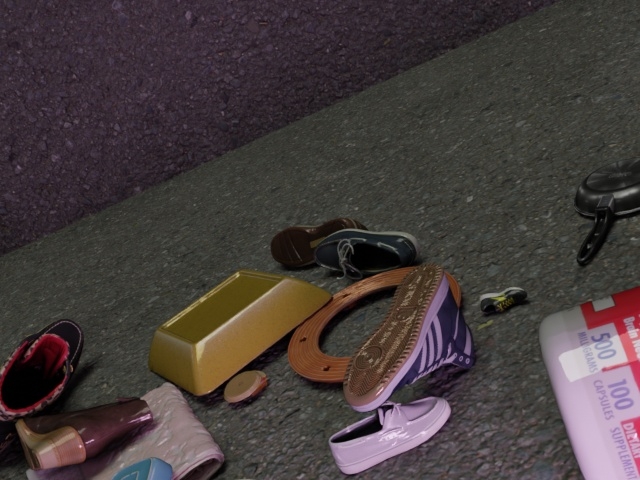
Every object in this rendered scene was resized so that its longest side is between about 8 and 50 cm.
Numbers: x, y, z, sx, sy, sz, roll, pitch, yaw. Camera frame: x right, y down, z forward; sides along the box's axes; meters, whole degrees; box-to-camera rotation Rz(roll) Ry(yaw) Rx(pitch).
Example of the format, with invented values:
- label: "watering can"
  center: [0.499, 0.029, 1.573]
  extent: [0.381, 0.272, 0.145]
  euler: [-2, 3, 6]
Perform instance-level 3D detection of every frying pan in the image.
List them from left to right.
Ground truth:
- label: "frying pan"
  center: [0.518, -0.072, 1.530]
  extent: [0.326, 0.053, 0.197]
  euler: [-31, 21, -20]

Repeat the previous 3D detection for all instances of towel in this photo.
- label: "towel"
  center: [-0.347, 0.391, 1.429]
  extent: [0.317, 0.053, 0.332]
  euler: [-32, 23, -15]

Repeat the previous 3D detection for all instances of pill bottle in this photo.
- label: "pill bottle"
  center: [0.461, 0.130, 0.876]
  extent: [0.408, 0.229, 0.229]
  euler: [-20, 22, 16]

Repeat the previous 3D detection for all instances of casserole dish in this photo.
- label: "casserole dish"
  center: [-0.286, 0.392, 1.241]
  extent: [0.114, 0.037, 0.188]
  euler: [-26, 23, 14]

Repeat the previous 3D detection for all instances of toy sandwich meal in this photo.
- label: "toy sandwich meal"
  center: [-0.136, 0.269, 1.506]
  extent: [0.086, 0.029, 0.085]
  euler: [-24, 26, 12]

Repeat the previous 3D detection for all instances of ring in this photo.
- label: "ring"
  center: [0.098, 0.153, 1.504]
  extent: [0.337, 0.032, 0.336]
  euler: [-23, 21, 10]

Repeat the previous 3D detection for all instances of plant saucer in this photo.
- label: "plant saucer"
  center: [-0.189, 0.161, 1.700]
  extent: [0.333, 0.081, 0.333]
  euler: [-36, 18, -23]

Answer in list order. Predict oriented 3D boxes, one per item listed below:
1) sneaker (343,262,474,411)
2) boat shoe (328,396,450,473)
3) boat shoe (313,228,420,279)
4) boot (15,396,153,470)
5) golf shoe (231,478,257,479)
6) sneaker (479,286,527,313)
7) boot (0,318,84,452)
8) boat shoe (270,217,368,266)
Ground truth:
- label: "sneaker"
  center: [0.144, 0.180, 1.246]
  extent: [0.099, 0.153, 0.282]
  euler: [-4, 37, 40]
- label: "boat shoe"
  center: [0.097, 0.266, 1.197]
  extent: [0.184, 0.063, 0.066]
  euler: [-25, 21, 3]
- label: "boat shoe"
  center: [0.082, 0.032, 1.718]
  extent: [0.255, 0.095, 0.079]
  euler: [3, 23, 35]
- label: "boot"
  center: [-0.428, 0.340, 1.498]
  extent: [0.207, 0.090, 0.248]
  euler: [-20, 9, -29]
- label: "golf shoe"
  center: [-0.156, 0.379, 1.227]
  extent: [0.176, 0.069, 0.086]
  euler: [-20, 16, 12]
- label: "sneaker"
  center: [0.307, 0.104, 1.388]
  extent: [0.083, 0.031, 0.035]
  euler: [-18, 36, 30]
- label: "boot"
  center: [-0.585, 0.270, 1.719]
  extent: [0.284, 0.138, 0.377]
  euler: [-41, 9, 46]
- label: "boat shoe"
  center: [0.001, 0.008, 1.896]
  extent: [0.258, 0.095, 0.095]
  euler: [-9, -7, 42]
